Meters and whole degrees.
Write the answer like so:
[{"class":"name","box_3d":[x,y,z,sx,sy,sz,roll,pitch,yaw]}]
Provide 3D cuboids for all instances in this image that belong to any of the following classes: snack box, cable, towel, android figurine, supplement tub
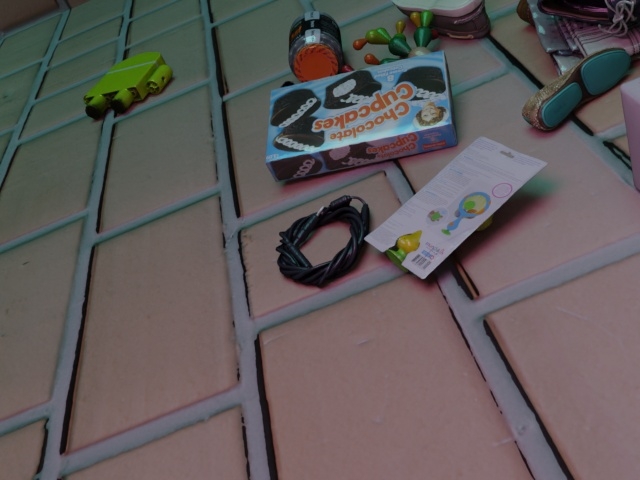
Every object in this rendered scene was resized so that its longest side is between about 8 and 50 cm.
[{"class":"snack box","box_3d":[0.068,-0.216,1.380,0.322,0.060,0.187,-10,51,14]},{"class":"cable","box_3d":[0.000,0.000,1.186,0.151,0.047,0.184,-13,35,17]},{"class":"towel","box_3d":[0.520,-0.434,1.366,0.324,0.056,0.312,-18,56,12]},{"class":"android figurine","box_3d":[-0.504,-0.414,2.088,0.248,0.056,0.272,-8,37,24]},{"class":"supplement tub","box_3d":[-0.011,-0.408,1.706,0.117,0.117,0.190,-18,33,10]}]

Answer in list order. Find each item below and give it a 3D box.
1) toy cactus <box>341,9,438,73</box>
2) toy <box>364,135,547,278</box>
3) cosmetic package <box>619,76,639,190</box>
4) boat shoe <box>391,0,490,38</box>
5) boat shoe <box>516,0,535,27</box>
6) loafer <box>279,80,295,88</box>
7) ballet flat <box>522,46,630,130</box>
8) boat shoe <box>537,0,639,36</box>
[{"class":"toy cactus","box_3d":[0.166,-0.364,1.570,0.219,0.112,0.180,-36,53,-21]},{"class":"toy","box_3d":[0.192,-0.039,1.111,0.237,0.056,0.137,-39,39,-12]},{"class":"cosmetic package","box_3d":[0.528,-0.057,0.823,0.230,0.161,0.453,-22,32,3]},{"class":"boat shoe","box_3d":[0.249,-0.492,1.684,0.109,0.091,0.305,-41,34,-4]},{"class":"boat shoe","box_3d":[0.511,-0.515,1.526,0.307,0.110,0.104,-32,35,-12]},{"class":"loafer","box_3d":[-0.062,-0.243,1.540,0.080,0.078,0.220,-21,33,6]},{"class":"ballet flat","box_3d":[0.399,-0.246,1.260,0.206,0.073,0.067,-33,25,-17]},{"class":"boat shoe","box_3d":[0.470,-0.381,1.267,0.255,0.095,0.079,24,67,33]}]
